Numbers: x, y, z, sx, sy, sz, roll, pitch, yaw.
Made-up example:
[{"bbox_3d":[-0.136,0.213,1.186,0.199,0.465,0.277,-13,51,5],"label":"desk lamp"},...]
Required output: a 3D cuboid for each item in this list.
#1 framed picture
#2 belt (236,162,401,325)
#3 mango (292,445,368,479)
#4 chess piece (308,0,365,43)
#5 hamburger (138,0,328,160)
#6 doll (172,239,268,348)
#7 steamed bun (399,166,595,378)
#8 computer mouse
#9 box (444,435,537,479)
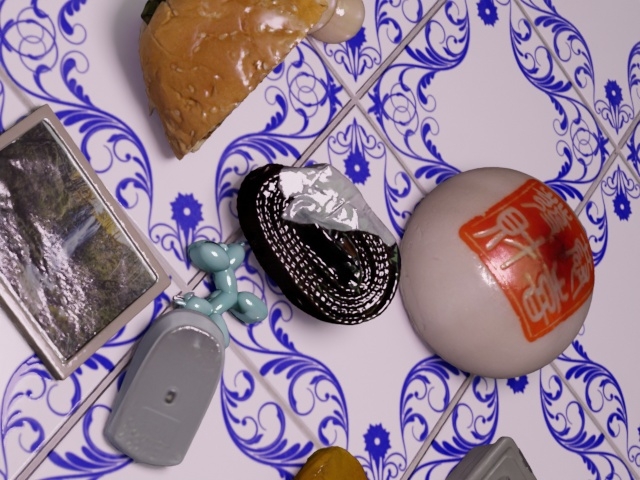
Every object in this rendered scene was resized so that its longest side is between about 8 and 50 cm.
[{"bbox_3d":[-0.374,0.000,1.732,0.240,0.020,0.324,-43,106,-37],"label":"framed picture"},{"bbox_3d":[0.000,0.000,1.919,0.184,0.164,0.289,-43,106,-13],"label":"belt"},{"bbox_3d":[0.002,0.428,1.851,0.151,0.156,0.249,15,65,3],"label":"mango"},{"bbox_3d":[-0.039,-0.398,2.030,0.260,0.142,0.143,15,71,-43],"label":"chess piece"},{"bbox_3d":[-0.166,-0.296,1.834,0.209,0.162,0.330,41,99,-8],"label":"hamburger"},{"bbox_3d":[-0.150,0.072,1.868,0.159,0.059,0.159,-43,107,-35],"label":"doll"},{"bbox_3d":[0.325,0.050,2.139,0.374,0.241,0.375,8,77,-34],"label":"steamed bun"},{"bbox_3d":[-0.217,0.209,1.774,0.128,0.079,0.231,30,82,-17],"label":"computer mouse"},{"bbox_3d":[0.275,0.424,2.102,0.172,0.092,0.124,-40,105,-37],"label":"box"}]
